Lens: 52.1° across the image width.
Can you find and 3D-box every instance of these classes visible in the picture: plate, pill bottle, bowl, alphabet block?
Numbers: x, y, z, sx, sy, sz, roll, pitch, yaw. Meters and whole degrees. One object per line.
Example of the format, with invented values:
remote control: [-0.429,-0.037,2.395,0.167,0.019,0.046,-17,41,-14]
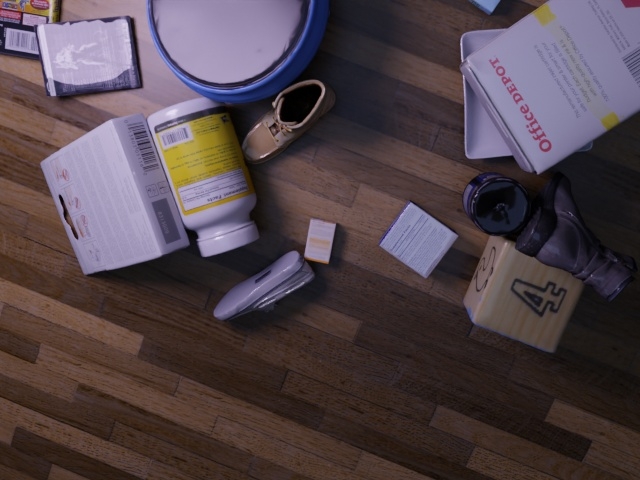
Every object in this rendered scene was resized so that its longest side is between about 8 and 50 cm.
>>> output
plate: [0.453,-0.328,1.447,0.277,0.045,0.278,-3,99,7]
pill bottle: [0.371,-0.084,1.408,0.122,0.219,0.123,1,100,7]
bowl: [-0.178,-0.482,1.336,0.390,0.077,0.392,1,94,15]
pill bottle: [-0.256,-0.142,1.484,0.187,0.188,0.334,-16,98,9]
alphabet block: [0.448,0.104,1.449,0.193,0.192,0.197,20,100,1]

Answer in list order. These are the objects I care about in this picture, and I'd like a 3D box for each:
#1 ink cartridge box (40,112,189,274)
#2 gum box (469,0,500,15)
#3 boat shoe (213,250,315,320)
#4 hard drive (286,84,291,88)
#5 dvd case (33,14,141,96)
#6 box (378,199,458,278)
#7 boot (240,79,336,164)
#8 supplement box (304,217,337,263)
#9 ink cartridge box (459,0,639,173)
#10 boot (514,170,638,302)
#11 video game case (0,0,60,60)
ink cartridge box: [-0.489,-0.091,1.526,0.384,0.091,0.309,-12,100,45]
gum box: [0.340,-0.609,1.414,0.184,0.041,0.157,35,102,0]
boat shoe: [-0.134,0.127,1.570,0.267,0.096,0.088,-35,116,11]
hard drive: [-0.156,-0.455,1.439,0.254,0.054,0.172,27,133,14]
dvd case: [-0.544,-0.431,1.534,0.221,0.018,0.165,-7,102,-3]
box: [0.225,-0.005,1.513,0.137,0.072,0.126,35,102,-1]
boot: [-0.085,-0.258,1.437,0.261,0.203,0.095,-33,95,10]
supplement box: [0.000,0.000,1.556,0.062,0.036,0.099,12,101,4]
ink cartridge box: [0.518,-0.354,1.331,0.384,0.160,0.279,-33,94,10]
boot: [0.532,-0.005,1.350,0.222,0.338,0.118,32,129,7]
video game case: [-0.749,-0.568,1.545,0.274,0.035,0.249,11,101,5]
